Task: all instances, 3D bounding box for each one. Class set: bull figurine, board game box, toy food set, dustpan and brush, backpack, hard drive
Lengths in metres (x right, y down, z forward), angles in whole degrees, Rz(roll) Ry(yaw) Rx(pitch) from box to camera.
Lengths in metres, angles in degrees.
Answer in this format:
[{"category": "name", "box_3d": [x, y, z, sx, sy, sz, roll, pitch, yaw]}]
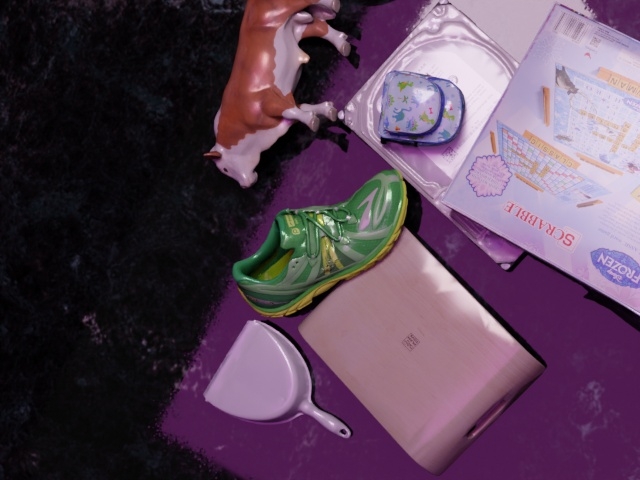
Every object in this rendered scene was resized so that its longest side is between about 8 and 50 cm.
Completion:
[{"category": "bull figurine", "box_3d": [-0.066, -0.230, 1.833, 0.188, 0.101, 0.310, 6, 85, 26]}, {"category": "board game box", "box_3d": [0.375, -0.109, 1.675, 0.318, 0.066, 0.318, 32, 94, 21]}, {"category": "toy food set", "box_3d": [0.139, 0.150, 1.796, 0.220, 0.092, 0.306, -46, 71, 6]}, {"category": "dustpan and brush", "box_3d": [-0.048, 0.230, 1.844, 0.211, 0.060, 0.147, 33, 95, 19]}, {"category": "backpack", "box_3d": [0.141, -0.182, 1.742, 0.114, 0.084, 0.105, 8, 91, 10]}, {"category": "hard drive", "box_3d": [0.223, -0.152, 1.799, 0.339, 0.064, 0.237, 44, 96, 10]}]

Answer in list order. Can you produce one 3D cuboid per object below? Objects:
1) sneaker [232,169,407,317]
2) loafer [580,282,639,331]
[{"category": "sneaker", "box_3d": [0.000, 0.000, 1.787, 0.295, 0.123, 0.109, -38, 42, 12]}, {"category": "loafer", "box_3d": [0.404, 0.059, 1.750, 0.223, 0.076, 0.078, 46, 132, 4]}]
